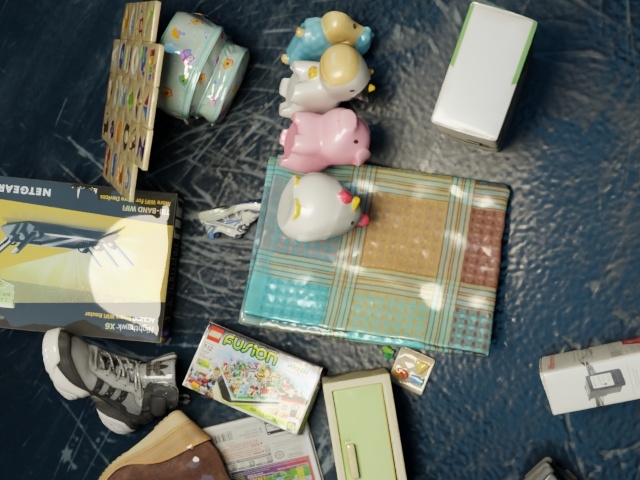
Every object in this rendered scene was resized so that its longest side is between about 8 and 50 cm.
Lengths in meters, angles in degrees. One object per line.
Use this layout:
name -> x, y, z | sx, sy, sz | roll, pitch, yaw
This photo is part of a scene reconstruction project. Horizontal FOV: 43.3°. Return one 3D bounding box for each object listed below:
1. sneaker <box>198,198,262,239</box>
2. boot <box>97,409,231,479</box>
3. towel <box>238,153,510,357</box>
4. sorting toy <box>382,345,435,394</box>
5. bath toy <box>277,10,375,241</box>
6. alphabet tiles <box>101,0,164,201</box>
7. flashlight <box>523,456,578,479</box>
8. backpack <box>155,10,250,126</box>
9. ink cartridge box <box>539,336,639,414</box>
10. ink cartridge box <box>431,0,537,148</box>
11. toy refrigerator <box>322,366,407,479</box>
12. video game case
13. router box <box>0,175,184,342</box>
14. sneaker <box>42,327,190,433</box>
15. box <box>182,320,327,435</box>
sneaker -> -0.130, -0.033, 1.308 | 0.135, 0.052, 0.058 | -10, 97, 24
boot -> -0.245, 0.421, 1.303 | 0.248, 0.090, 0.207 | -45, 72, 18
towel -> 0.078, 0.017, 1.191 | 0.370, 0.040, 0.271 | 8, 77, 9
sorting toy -> 0.128, 0.195, 1.246 | 0.083, 0.012, 0.062 | 22, 97, 15
bath toy -> 0.016, -0.158, 1.169 | 0.129, 0.151, 0.348 | 11, 65, -21
alphabet tiles -> -0.292, -0.218, 1.232 | 0.011, 0.342, 0.285 | 5, 102, -26
flashlight -> 0.259, 0.451, 1.163 | 0.103, 0.103, 0.304 | 43, 101, 11
backpack -> -0.194, -0.263, 1.247 | 0.144, 0.188, 0.166 | 26, 96, 3
ink cartridge box -> 0.387, 0.186, 1.118 | 0.150, 0.109, 0.063 | -16, 90, 16
ink cartridge box -> 0.227, -0.213, 1.107 | 0.093, 0.219, 0.160 | 20, 97, 12
toy refrigerator -> 0.073, 0.335, 1.209 | 0.102, 0.094, 0.269 | -9, 88, -1
video game case -> -0.097, 0.377, 1.311 | 0.201, 0.023, 0.183 | -17, 86, 15
router box -> -0.391, 0.031, 1.313 | 0.309, 0.081, 0.243 | 5, 87, 0
sneaker -> -0.311, 0.206, 1.274 | 0.153, 0.268, 0.101 | -19, 47, 9
box -> -0.105, 0.219, 1.289 | 0.207, 0.036, 0.114 | 19, 82, 17
